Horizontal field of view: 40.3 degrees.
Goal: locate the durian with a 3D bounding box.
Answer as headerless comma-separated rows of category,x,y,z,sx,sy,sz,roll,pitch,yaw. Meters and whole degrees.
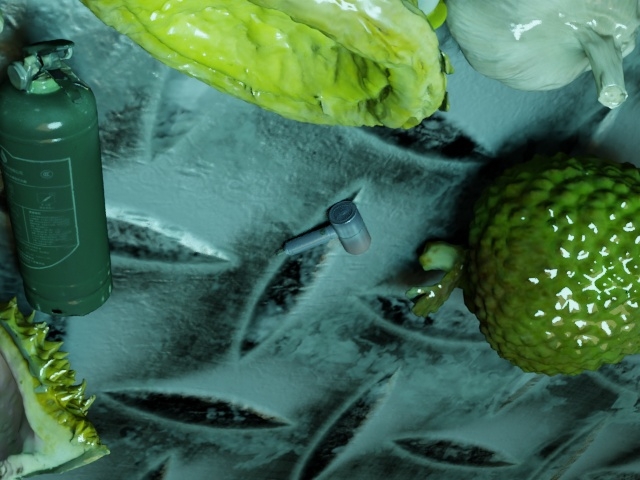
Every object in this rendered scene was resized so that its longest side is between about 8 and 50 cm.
durian,-0.348,0.152,0.945,0.305,0.185,0.196,-18,104,43

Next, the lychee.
lychee,0.288,0.031,1.044,0.269,0.270,0.320,11,165,-30

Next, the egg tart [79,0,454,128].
egg tart,-0.039,-0.203,0.708,0.345,0.345,0.133,24,84,-36

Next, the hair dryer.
hair dryer,0.000,0.000,1.052,0.114,0.037,0.063,-21,136,6

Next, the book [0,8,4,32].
book,-0.484,-0.171,0.694,0.370,0.043,0.260,-32,133,6

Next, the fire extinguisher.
fire extinguisher,-0.253,-0.062,0.839,0.095,0.114,0.311,-28,139,-34

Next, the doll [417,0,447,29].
doll,0.081,-0.279,0.796,0.135,0.098,0.241,-25,140,-32

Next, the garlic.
garlic,0.245,-0.217,0.841,0.218,0.212,0.219,-13,139,-11
